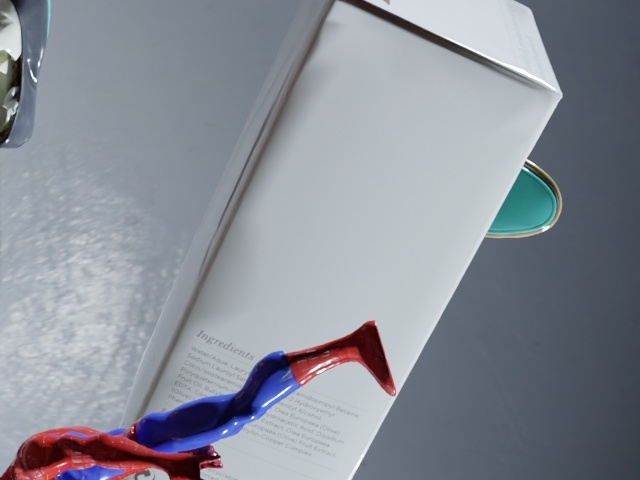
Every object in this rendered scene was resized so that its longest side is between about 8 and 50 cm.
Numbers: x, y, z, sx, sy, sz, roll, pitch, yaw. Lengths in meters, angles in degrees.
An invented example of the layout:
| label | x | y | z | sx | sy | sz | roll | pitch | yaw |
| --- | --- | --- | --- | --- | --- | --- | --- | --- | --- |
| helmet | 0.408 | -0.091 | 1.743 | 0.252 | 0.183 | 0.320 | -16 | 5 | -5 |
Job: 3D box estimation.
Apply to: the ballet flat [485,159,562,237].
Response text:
| label | x | y | z | sx | sy | sz | roll | pitch | yaw |
| --- | --- | --- | --- | --- | --- | --- | --- | --- | --- |
| ballet flat | 0.087 | -0.055 | 1.200 | 0.232 | 0.073 | 0.080 | 11 | 100 | 2 |

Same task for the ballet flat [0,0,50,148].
| label | x | y | z | sx | sy | sz | roll | pitch | yaw |
| --- | --- | --- | --- | --- | --- | --- | --- | --- | --- |
| ballet flat | -0.299 | -0.174 | 1.347 | 0.074 | 0.074 | 0.203 | -5 | 123 | -26 |

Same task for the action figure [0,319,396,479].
| label | x | y | z | sx | sy | sz | roll | pitch | yaw |
| --- | --- | --- | --- | --- | --- | --- | --- | --- | --- |
| action figure | -0.037 | 0.051 | 0.369 | 0.115 | 0.038 | 0.030 | -16 | 87 | 1 |

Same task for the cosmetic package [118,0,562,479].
| label | x | y | z | sx | sy | sz | roll | pitch | yaw |
| --- | --- | --- | --- | --- | --- | --- | --- | --- | --- |
| cosmetic package | 0.000 | 0.000 | 0.937 | 0.155 | 0.197 | 0.365 | 24 | 114 | -8 |
